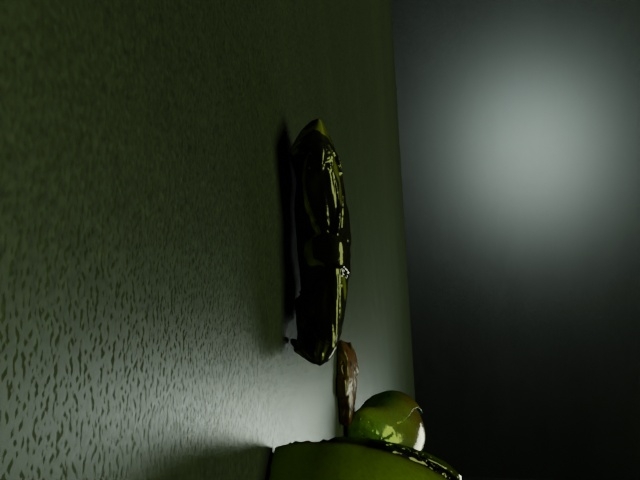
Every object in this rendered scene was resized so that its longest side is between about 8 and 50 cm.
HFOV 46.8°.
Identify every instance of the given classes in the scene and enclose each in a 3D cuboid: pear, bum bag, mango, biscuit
[{"bbox_3d":[0.041,0.331,0.637,0.292,0.159,0.293,1,90,-79],"label":"pear"},{"bbox_3d":[0.000,0.000,0.716,0.107,0.060,0.233,-79,169,-87],"label":"bum bag"},{"bbox_3d":[0.102,0.293,1.144,0.233,0.111,0.125,45,29,-59],"label":"mango"},{"bbox_3d":[0.041,0.192,1.046,0.130,0.019,0.120,-29,117,-80],"label":"biscuit"}]
